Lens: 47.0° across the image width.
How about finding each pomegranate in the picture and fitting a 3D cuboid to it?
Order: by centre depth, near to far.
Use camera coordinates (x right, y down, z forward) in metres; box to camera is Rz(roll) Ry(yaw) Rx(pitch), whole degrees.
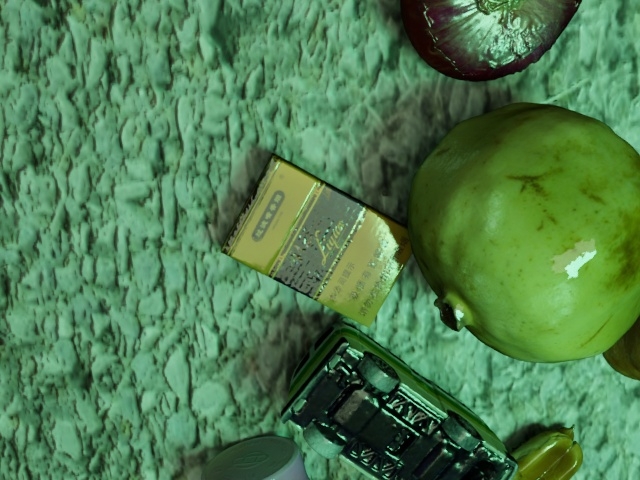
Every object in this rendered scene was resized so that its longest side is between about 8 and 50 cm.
[{"bbox_3d":[0.263,-0.006,0.928,0.333,0.332,0.332,-1,101,-5],"label":"pomegranate"}]

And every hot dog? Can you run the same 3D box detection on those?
[{"bbox_3d":[0.296,0.380,1.128,0.269,0.072,0.109,-44,103,6],"label":"hot dog"}]

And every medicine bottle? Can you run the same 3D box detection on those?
[{"bbox_3d":[-0.069,0.430,1.065,0.152,0.152,0.253,-16,102,-1],"label":"medicine bottle"}]

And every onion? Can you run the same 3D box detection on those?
[{"bbox_3d":[0.219,-0.325,0.937,0.248,0.161,0.247,1,108,3],"label":"onion"}]

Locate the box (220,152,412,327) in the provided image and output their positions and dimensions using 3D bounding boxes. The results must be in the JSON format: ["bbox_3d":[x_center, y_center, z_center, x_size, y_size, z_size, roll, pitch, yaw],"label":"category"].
[{"bbox_3d":[0.000,0.000,1.031,0.237,0.070,0.152,28,98,-12],"label":"box"}]

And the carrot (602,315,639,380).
[{"bbox_3d":[0.521,0.155,1.028,0.159,0.225,0.159,-2,100,-9],"label":"carrot"}]

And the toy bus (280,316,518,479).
[{"bbox_3d":[0.104,0.251,1.030,0.305,0.179,0.143,36,98,-10],"label":"toy bus"}]
